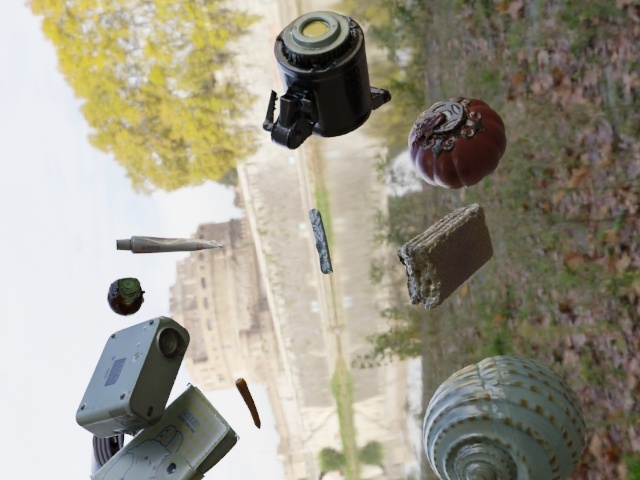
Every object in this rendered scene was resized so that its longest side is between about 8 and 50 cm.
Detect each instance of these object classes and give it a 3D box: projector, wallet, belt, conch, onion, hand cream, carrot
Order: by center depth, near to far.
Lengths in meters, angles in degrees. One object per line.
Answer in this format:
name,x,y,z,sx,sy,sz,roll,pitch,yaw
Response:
conch,0.350,0.339,1.445,0.215,0.303,0.319,54,-146,-39
hand cream,-0.313,0.007,1.513,0.052,0.216,0.038,65,144,42
wallet,-0.347,0.484,1.640,0.223,0.309,0.077,34,161,43
projector,-0.427,0.308,1.675,0.108,0.198,0.250,46,-139,-31
onion,-0.571,0.168,2.153,0.118,0.119,0.117,83,-177,-52
belt,-0.572,0.624,2.181,0.347,0.212,0.117,-120,38,-58
carrot,-0.227,0.529,2.378,0.037,0.037,0.190,-102,-11,-78

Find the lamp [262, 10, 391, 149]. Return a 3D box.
lamp,0.016,-0.388,1.679,0.374,0.205,0.272,-43,-33,-43

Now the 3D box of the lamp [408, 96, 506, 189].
lamp,0.309,-0.228,1.681,0.227,0.227,0.227,172,90,-89

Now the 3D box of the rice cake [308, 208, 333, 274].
rice cake,0.000,0.000,1.796,0.042,0.030,0.180,52,-159,-56

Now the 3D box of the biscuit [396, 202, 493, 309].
biscuit,0.215,0.020,1.238,0.239,0.062,0.108,-31,-69,-47
